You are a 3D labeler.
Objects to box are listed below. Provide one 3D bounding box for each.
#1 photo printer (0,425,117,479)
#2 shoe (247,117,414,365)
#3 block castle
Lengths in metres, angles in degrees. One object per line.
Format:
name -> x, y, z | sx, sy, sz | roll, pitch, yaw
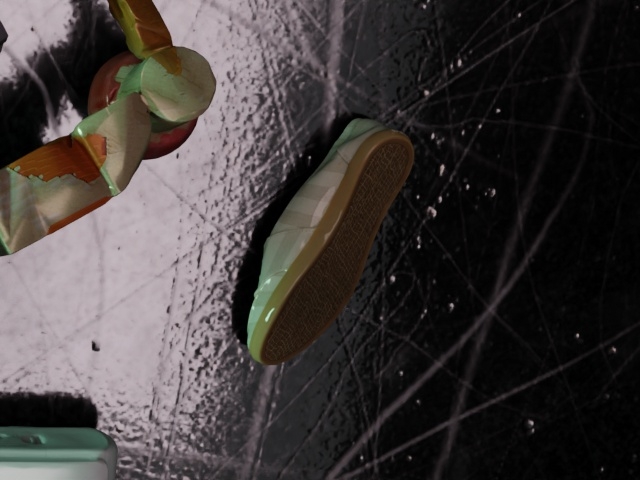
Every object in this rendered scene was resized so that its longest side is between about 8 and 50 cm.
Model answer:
photo printer -> -0.296, 0.299, 1.484 | 0.256, 0.107, 0.308 | 4, 100, -16
shoe -> 0.000, 0.000, 1.534 | 0.076, 0.058, 0.219 | 23, 100, -49
block castle -> -0.322, -0.105, 1.346 | 0.453, 0.213, 0.303 | -30, 96, -14
